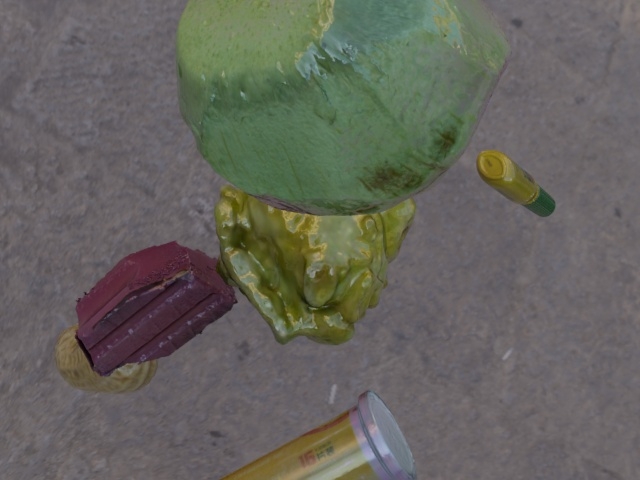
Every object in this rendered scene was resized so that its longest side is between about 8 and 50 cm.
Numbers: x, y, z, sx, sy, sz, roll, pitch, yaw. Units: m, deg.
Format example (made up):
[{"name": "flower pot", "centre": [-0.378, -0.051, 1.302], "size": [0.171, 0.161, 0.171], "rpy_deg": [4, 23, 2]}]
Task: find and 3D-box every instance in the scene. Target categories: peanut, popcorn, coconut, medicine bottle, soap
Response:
[{"name": "peanut", "centre": [-0.456, 0.239, 1.663], "size": [0.140, 0.325, 0.154], "rpy_deg": [-5, 96, -43]}, {"name": "popcorn", "centre": [-0.014, 0.011, 1.239], "size": [0.312, 0.312, 0.313], "rpy_deg": [9, 68, -23]}, {"name": "coconut", "centre": [0.015, -0.114, 0.573], "size": [0.235, 0.236, 0.205], "rpy_deg": [-16, 50, -30]}, {"name": "medicine bottle", "centre": [0.388, -0.102, 1.559], "size": [0.260, 0.064, 0.095], "rpy_deg": [25, 19, -49]}, {"name": "soap", "centre": [-0.310, 0.127, 1.414], "size": [0.182, 0.289, 0.112], "rpy_deg": [37, 20, -40]}, {"name": "medicine bottle", "centre": [-0.103, 0.314, 0.911], "size": [0.425, 0.108, 0.108], "rpy_deg": [-29, 85, 9]}]
